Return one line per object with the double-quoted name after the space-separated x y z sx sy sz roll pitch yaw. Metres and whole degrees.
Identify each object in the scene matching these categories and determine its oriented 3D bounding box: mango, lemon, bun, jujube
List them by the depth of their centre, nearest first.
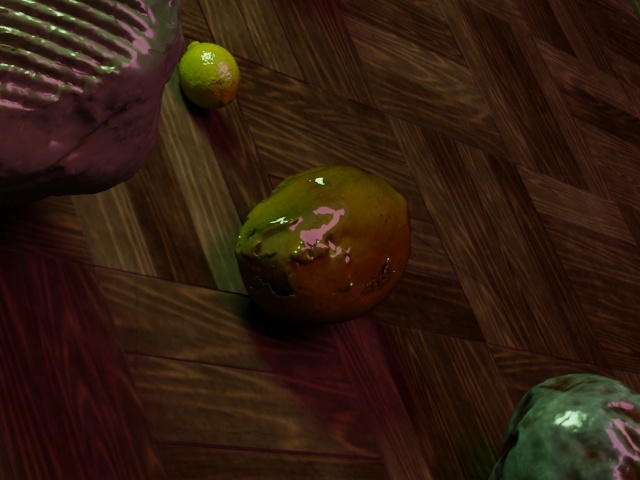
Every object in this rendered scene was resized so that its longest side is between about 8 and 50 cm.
-0.246 -0.141 1.259 0.281 0.205 0.282 7 65 -15 "bun"
0.000 0.000 1.596 0.156 0.151 0.248 30 25 22 "mango"
-0.114 -0.170 1.670 0.062 0.062 0.083 13 44 -54 "lemon"
0.309 0.274 1.687 0.308 0.215 0.246 42 28 -23 "jujube"
